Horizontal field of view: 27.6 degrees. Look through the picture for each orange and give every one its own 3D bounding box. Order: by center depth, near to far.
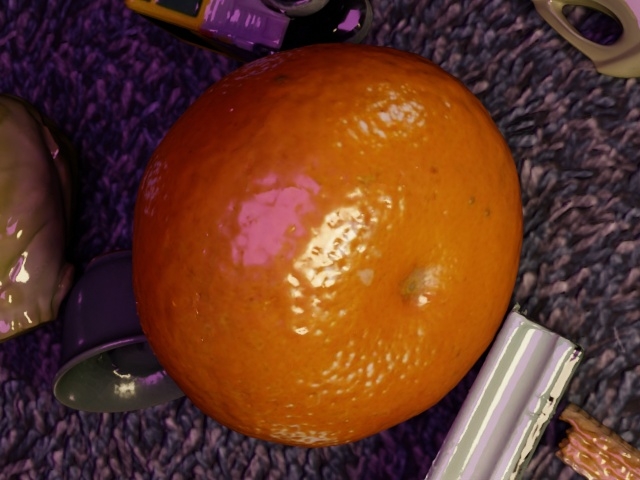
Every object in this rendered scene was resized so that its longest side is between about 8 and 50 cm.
[{"bbox_3d":[0.000,0.000,1.341,0.326,0.424,0.424,31,94,49],"label":"orange"}]

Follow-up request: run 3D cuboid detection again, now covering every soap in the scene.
[{"bbox_3d":[0.190,0.201,1.396,0.094,0.150,0.261,26,91,11],"label":"soap"}]

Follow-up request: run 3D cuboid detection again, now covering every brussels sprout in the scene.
[{"bbox_3d":[-0.423,-0.024,1.526,0.273,0.242,0.317,2,73,-7],"label":"brussels sprout"}]

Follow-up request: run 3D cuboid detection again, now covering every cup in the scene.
[{"bbox_3d":[-0.223,0.093,1.507,0.199,0.199,0.150,-21,63,11],"label":"cup"}]

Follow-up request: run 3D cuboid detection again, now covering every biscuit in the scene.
[{"bbox_3d":[0.403,0.304,1.365,0.378,0.094,0.054,36,94,13],"label":"biscuit"}]

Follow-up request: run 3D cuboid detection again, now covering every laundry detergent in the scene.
[{"bbox_3d":[0.343,-0.276,1.430,0.181,0.091,0.253,-46,77,8],"label":"laundry detergent"}]

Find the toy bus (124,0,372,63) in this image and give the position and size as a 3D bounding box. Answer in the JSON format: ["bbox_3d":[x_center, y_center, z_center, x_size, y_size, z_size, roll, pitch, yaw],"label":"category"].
[{"bbox_3d":[-0.035,-0.418,1.476,0.249,0.209,0.440,21,92,16],"label":"toy bus"}]
